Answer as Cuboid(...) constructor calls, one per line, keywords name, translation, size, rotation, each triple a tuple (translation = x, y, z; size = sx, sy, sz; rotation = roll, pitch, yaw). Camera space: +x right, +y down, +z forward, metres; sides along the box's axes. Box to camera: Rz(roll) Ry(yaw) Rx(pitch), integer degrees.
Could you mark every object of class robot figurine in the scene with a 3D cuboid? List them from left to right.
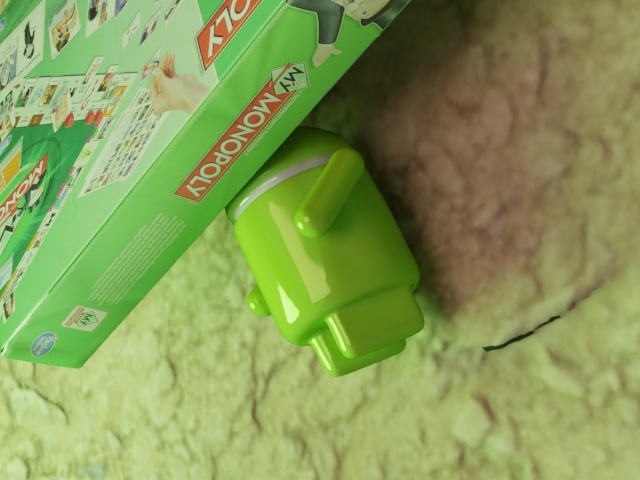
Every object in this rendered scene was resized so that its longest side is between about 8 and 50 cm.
Cuboid(name="robot figurine", translation=(0.000, 0.000, 0.485), size=(0.115, 0.067, 0.101), rotation=(64, 157, 17))

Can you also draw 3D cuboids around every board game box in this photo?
Cuboid(name="board game box", translation=(-0.064, -0.116, 0.503), size=(0.317, 0.046, 0.213), rotation=(-44, 46, 32))
